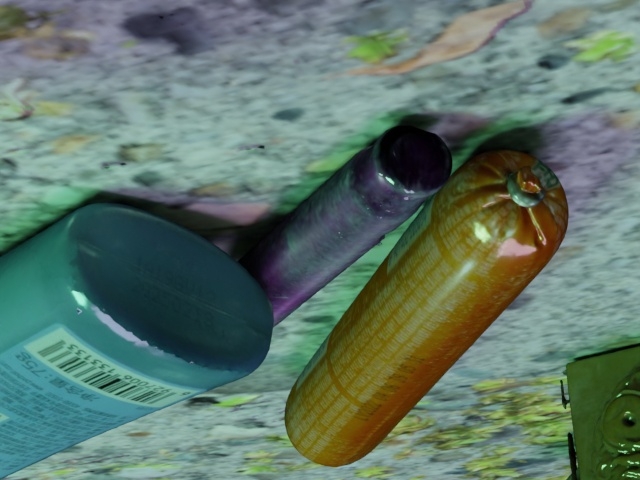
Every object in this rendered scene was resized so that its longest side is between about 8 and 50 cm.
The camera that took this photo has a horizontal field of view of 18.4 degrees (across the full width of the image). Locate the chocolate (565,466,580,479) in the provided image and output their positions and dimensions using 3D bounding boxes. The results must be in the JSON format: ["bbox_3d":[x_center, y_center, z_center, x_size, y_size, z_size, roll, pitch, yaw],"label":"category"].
[{"bbox_3d":[0.257,0.159,1.198,0.248,0.110,0.110,-12,160,6],"label":"chocolate"}]

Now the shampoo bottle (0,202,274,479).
[{"bbox_3d":[-0.139,0.058,0.849,0.104,0.061,0.258,28,144,-33],"label":"shampoo bottle"}]

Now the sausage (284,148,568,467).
[{"bbox_3d":[0.038,0.039,0.868,0.053,0.053,0.348,-1,159,-15],"label":"sausage"}]

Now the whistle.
[{"bbox_3d":[0.000,0.000,0.781,0.033,0.033,0.176,3,158,-25],"label":"whistle"}]

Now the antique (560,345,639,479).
[{"bbox_3d":[0.215,0.127,1.032,0.152,0.147,0.148,-16,157,22],"label":"antique"}]
